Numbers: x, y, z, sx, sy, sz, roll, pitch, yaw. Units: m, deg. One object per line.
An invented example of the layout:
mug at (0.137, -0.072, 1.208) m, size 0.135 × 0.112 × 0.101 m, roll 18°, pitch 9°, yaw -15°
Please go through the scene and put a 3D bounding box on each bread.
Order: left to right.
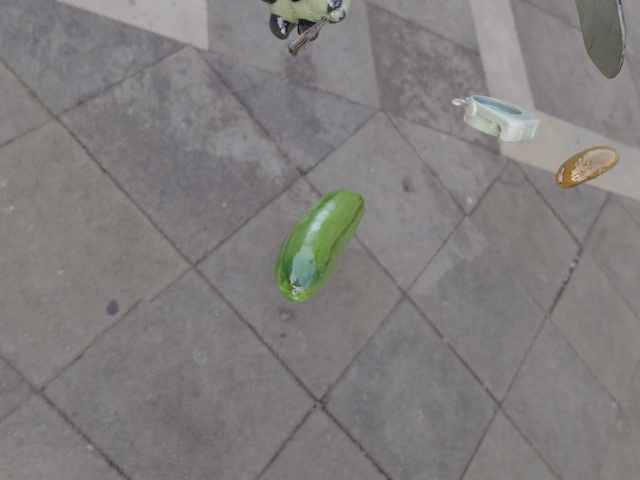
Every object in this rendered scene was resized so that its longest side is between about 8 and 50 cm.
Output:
bread at (0.700, -0.201, 1.851) m, size 0.189 × 0.114 × 0.077 m, roll -25°, pitch 109°, yaw -13°

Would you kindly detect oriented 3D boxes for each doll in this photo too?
doll at (-0.037, -0.535, 1.569) m, size 0.135 × 0.234 × 0.143 m, roll -43°, pitch 131°, yaw -24°

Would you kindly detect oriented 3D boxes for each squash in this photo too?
squash at (-0.002, 0.000, 1.005) m, size 0.082 × 0.082 × 0.292 m, roll 47°, pitch 31°, yaw -9°

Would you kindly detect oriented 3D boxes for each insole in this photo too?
insole at (0.402, -0.371, 1.051) m, size 0.009 × 0.119 × 0.348 m, roll -1°, pitch 55°, yaw 0°

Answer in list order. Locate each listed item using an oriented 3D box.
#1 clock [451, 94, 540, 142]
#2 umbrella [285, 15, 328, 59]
clock at (0.404, -0.290, 1.647) m, size 0.191 × 0.062 × 0.151 m, roll 33°, pitch 30°, yaw 31°
umbrella at (-0.020, -0.281, 0.976) m, size 0.083 × 0.031 × 0.020 m, roll -42°, pitch 101°, yaw -4°
